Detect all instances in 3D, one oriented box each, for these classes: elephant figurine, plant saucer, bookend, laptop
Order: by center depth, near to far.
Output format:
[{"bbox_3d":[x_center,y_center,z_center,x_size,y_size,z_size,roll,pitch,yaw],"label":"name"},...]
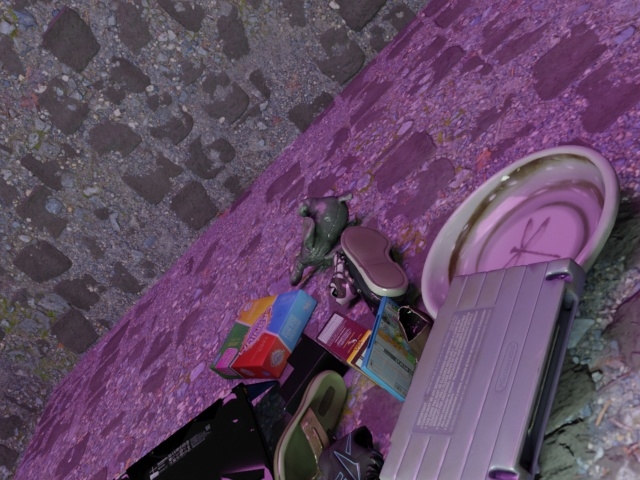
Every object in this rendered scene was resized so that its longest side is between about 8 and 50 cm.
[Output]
[{"bbox_3d":[0.361,0.012,1.149,0.400,0.100,0.400,-42,23,22],"label":"plant saucer"},{"bbox_3d":[-0.242,0.513,1.428,0.382,0.236,0.408,-38,40,4],"label":"laptop"},{"bbox_3d":[-0.035,0.312,1.474,0.157,0.072,0.156,-54,21,-7],"label":"bookend"},{"bbox_3d":[0.000,0.000,1.858,0.169,0.186,0.239,6,60,13],"label":"elephant figurine"}]

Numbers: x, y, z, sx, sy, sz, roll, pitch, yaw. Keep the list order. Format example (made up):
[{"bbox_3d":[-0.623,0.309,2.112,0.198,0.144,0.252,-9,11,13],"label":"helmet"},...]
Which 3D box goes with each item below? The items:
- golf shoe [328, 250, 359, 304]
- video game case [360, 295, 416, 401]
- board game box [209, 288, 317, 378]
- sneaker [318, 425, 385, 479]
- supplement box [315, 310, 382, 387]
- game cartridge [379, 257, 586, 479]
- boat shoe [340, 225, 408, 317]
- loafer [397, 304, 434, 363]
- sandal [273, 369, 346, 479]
[{"bbox_3d":[0.051,0.095,1.658,0.094,0.077,0.198,-47,20,10],"label":"golf shoe"},{"bbox_3d":[0.141,0.206,1.236,0.015,0.119,0.166,-25,32,44],"label":"video game case"},{"bbox_3d":[-0.165,0.269,1.813,0.316,0.064,0.242,-19,37,54],"label":"board game box"},{"bbox_3d":[0.066,0.409,1.078,0.106,0.101,0.267,-46,22,5],"label":"sneaker"},{"bbox_3d":[0.079,0.224,1.350,0.081,0.104,0.188,-54,21,-8],"label":"supplement box"},{"bbox_3d":[0.229,0.193,0.912,0.230,0.068,0.355,-21,36,54],"label":"game cartridge"},{"bbox_3d":[0.123,0.074,1.513,0.340,0.127,0.113,-121,29,-60],"label":"boat shoe"},{"bbox_3d":[0.195,0.195,1.162,0.080,0.078,0.220,-48,37,5],"label":"loafer"},{"bbox_3d":[-0.005,0.381,1.254,0.086,0.120,0.303,-12,40,37],"label":"sandal"}]
